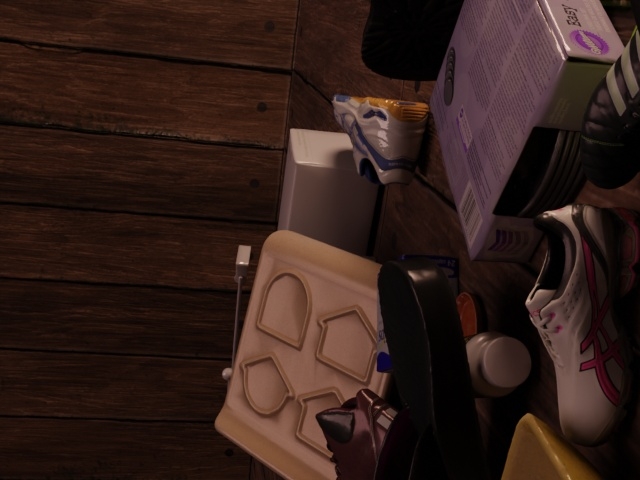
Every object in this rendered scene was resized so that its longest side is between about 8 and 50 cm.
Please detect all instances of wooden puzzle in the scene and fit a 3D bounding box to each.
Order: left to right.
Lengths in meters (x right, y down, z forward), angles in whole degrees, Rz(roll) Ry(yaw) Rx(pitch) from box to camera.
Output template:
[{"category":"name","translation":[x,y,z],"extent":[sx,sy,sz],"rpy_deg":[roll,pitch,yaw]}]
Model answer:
[{"category":"wooden puzzle","translation":[-0.003,0.185,1.258],"extent":[0.322,0.081,0.347],"rpy_deg":[20,94,44]}]

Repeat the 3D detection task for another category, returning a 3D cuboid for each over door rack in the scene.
[{"category":"over door rack","translation":[-0.043,0.180,1.417],"extent":[0.108,0.240,0.324],"rpy_deg":[-94,11,-68]}]

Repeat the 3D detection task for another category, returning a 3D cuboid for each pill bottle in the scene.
[{"category":"pill bottle","translation":[0.163,0.124,0.817],"extent":[0.116,0.065,0.065],"rpy_deg":[135,137,-73]}]

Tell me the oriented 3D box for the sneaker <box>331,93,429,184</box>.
[{"category":"sneaker","translation":[0.076,-0.155,1.267],"extent":[0.296,0.112,0.130],"rpy_deg":[-128,42,-76]}]

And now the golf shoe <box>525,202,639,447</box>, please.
[{"category":"golf shoe","translation":[0.192,0.065,0.630],"extent":[0.067,0.086,0.186],"rpy_deg":[-177,89,-78]}]

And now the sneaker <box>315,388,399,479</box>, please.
[{"category":"sneaker","translation":[0.049,0.305,1.091],"extent":[0.162,0.106,0.281],"rpy_deg":[39,126,29]}]

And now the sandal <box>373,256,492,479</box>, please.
[{"category":"sandal","translation":[0.098,0.241,0.807],"extent":[0.167,0.107,0.445],"rpy_deg":[149,109,-76]}]

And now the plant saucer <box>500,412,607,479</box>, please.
[{"category":"plant saucer","translation":[0.190,0.343,0.547],"extent":[0.332,0.081,0.332],"rpy_deg":[-110,26,-64]}]

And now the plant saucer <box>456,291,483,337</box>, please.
[{"category":"plant saucer","translation":[0.168,0.101,0.939],"extent":[0.083,0.013,0.083],"rpy_deg":[-175,90,-79]}]

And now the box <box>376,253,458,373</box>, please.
[{"category":"box","translation":[0.120,0.097,1.042],"extent":[0.126,0.072,0.137],"rpy_deg":[128,144,-73]}]

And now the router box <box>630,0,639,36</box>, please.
[{"category":"router box","translation":[0.219,-0.194,0.349],"extent":[0.308,0.081,0.242],"rpy_deg":[-78,0,-47]}]

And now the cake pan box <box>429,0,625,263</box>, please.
[{"category":"cake pan box","translation":[0.185,-0.146,0.795],"extent":[0.245,0.070,0.266],"rpy_deg":[102,167,-45]}]

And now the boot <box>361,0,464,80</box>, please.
[{"category":"boot","translation":[0.133,-0.363,0.965],"extent":[0.348,0.131,0.260],"rpy_deg":[85,-165,-73]}]

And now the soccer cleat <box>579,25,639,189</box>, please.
[{"category":"soccer cleat","translation":[0.230,-0.104,0.561],"extent":[0.072,0.060,0.178],"rpy_deg":[-103,22,-53]}]

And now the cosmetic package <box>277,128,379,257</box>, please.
[{"category":"cosmetic package","translation":[0.000,0.000,1.507],"extent":[0.197,0.155,0.365],"rpy_deg":[-101,17,-66]}]
